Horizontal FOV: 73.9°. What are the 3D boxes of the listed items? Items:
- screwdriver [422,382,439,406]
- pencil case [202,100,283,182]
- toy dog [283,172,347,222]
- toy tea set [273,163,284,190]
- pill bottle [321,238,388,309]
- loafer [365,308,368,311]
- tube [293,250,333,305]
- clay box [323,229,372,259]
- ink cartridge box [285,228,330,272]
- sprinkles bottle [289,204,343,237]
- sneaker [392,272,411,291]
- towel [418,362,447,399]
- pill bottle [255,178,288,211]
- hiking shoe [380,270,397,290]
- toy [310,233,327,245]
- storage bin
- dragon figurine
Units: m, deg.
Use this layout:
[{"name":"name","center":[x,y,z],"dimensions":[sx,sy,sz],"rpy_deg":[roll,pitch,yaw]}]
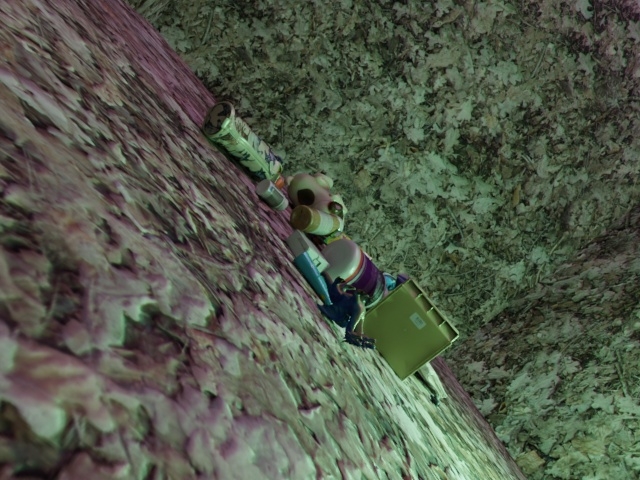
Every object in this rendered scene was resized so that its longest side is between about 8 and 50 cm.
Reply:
[{"name":"screwdriver","center":[0.445,0.629,1.743],"dimensions":[0.024,0.025,0.170],"rpy_deg":[48,-3,-12]},{"name":"pencil case","center":[-0.321,-0.400,1.787],"dimensions":[0.183,0.160,0.410],"rpy_deg":[28,-8,33]},{"name":"toy dog","center":[-0.004,-0.207,2.436],"dimensions":[0.395,0.284,0.408],"rpy_deg":[43,11,-50]},{"name":"toy tea set","center":[-0.305,-0.359,2.075],"dimensions":[0.336,0.124,0.200],"rpy_deg":[47,-27,-8]},{"name":"pill bottle","center":[0.136,0.145,1.646],"dimensions":[0.323,0.181,0.181],"rpy_deg":[45,7,-40]},{"name":"loafer","center":[0.214,0.287,1.954],"dimensions":[0.223,0.076,0.078],"rpy_deg":[-137,-139,-74]},{"name":"tube","center":[-0.007,0.131,1.323],"dimensions":[0.207,0.052,0.080],"rpy_deg":[56,15,7]},{"name":"clay box","center":[0.123,0.057,2.047],"dimensions":[0.222,0.127,0.053],"rpy_deg":[42,-39,15]},{"name":"ink cartridge box","center":[-0.045,0.044,1.502],"dimensions":[0.150,0.063,0.109],"rpy_deg":[43,9,-49]},{"name":"sprinkles bottle","center":[-0.010,-0.086,2.028],"dimensions":[0.121,0.121,0.355],"rpy_deg":[52,17,20]},{"name":"sneaker","center":[0.287,0.299,1.646],"dimensions":[0.127,0.182,0.316],"rpy_deg":[-135,-142,-53]},{"name":"towel","center":[0.427,0.515,1.886],"dimensions":[0.317,0.053,0.332],"rpy_deg":[58,0,-45]},{"name":"pill bottle","center":[-0.196,-0.183,1.751],"dimensions":[0.137,0.078,0.078],"rpy_deg":[45,7,-45]},{"name":"hiking shoe","center":[0.225,0.210,1.946],"dimensions":[0.304,0.113,0.132],"rpy_deg":[8,38,-20]},{"name":"toy","center":[0.000,0.000,2.181],"dimensions":[0.237,0.056,0.137],"rpy_deg":[45,5,26]},{"name":"storage bin","center":[0.306,0.306,1.507],"dimensions":[0.262,0.260,0.123],"rpy_deg":[51,14,14]},{"name":"dragon figurine","center":[0.051,0.185,1.183],"dimensions":[0.289,0.144,0.085],"rpy_deg":[31,-8,38]}]
